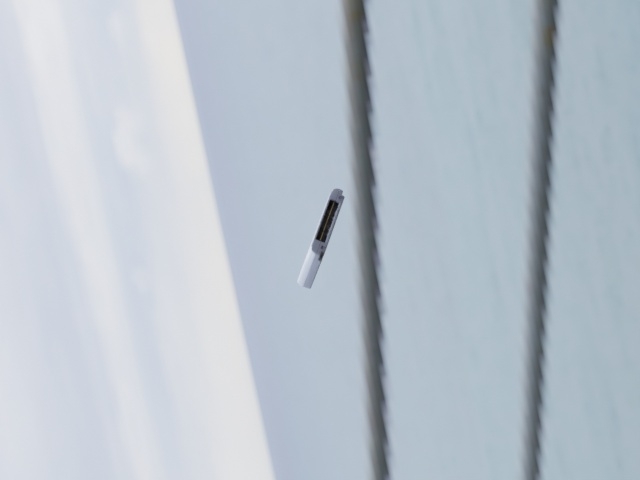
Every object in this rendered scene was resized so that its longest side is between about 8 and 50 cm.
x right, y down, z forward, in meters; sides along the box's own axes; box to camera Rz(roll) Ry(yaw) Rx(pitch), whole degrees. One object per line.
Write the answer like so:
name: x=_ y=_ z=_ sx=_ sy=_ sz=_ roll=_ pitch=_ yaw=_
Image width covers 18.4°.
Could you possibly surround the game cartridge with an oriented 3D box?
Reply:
game cartridge: x=0.000 y=0.000 z=1.737 sx=0.056 sy=0.017 sz=0.083 roll=106 pitch=-177 yaw=-47
